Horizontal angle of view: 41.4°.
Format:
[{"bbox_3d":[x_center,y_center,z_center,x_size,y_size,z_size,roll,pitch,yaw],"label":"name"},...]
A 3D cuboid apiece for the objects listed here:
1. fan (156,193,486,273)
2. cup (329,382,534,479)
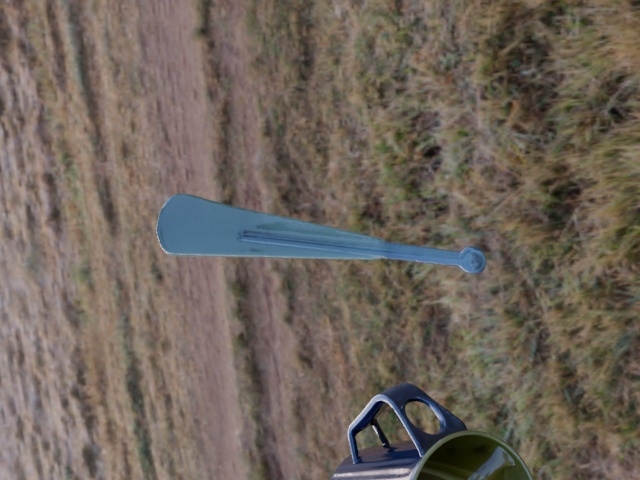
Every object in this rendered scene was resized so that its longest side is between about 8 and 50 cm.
[{"bbox_3d":[0.000,0.000,0.495,0.016,0.193,0.038,-45,-39,-87],"label":"fan"},{"bbox_3d":[0.078,0.211,0.722,0.155,0.131,0.176,-28,82,58],"label":"cup"}]
